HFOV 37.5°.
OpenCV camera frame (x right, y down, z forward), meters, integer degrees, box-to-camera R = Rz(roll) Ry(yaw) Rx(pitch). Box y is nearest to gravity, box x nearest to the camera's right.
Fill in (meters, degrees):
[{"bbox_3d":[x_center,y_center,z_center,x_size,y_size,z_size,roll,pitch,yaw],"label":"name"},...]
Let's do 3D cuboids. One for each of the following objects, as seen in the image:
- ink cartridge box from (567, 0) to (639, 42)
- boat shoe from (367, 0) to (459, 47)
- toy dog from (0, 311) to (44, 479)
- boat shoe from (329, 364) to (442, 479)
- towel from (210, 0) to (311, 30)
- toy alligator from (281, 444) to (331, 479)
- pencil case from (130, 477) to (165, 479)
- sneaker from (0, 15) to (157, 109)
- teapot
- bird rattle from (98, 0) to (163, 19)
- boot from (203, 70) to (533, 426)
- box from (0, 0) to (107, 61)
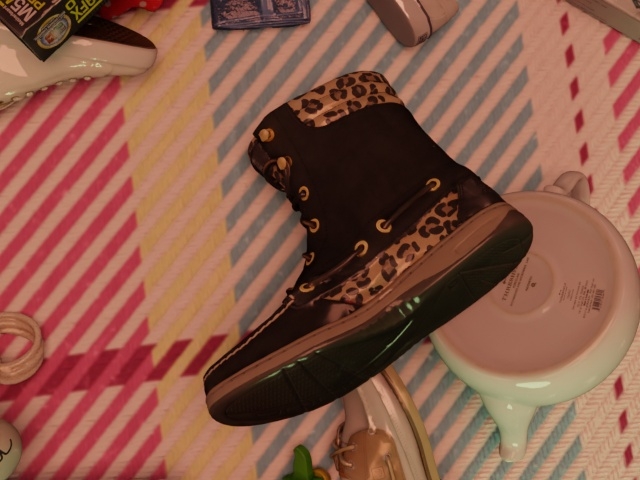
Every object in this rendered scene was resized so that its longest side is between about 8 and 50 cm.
[{"bbox_3d":[0.427,-0.373,1.179,0.275,0.060,0.239,29,84,-3],"label":"ink cartridge box"},{"bbox_3d":[0.069,-0.363,1.121,0.088,0.096,0.268,-36,91,-12],"label":"boat shoe"},{"bbox_3d":[-0.457,0.117,0.956,0.333,0.161,0.220,12,57,-5],"label":"toy dog"},{"bbox_3d":[0.066,0.240,1.064,0.103,0.113,0.302,-26,89,-12],"label":"boat shoe"},{"bbox_3d":[-0.073,-0.288,1.131,0.119,0.029,0.067,-6,86,-7],"label":"towel"},{"bbox_3d":[-0.004,0.328,1.083,0.051,0.056,0.190,-23,90,34],"label":"toy alligator"},{"bbox_3d":[-0.284,0.315,1.015,0.306,0.119,0.133,3,98,-6],"label":"pencil case"},{"bbox_3d":[-0.336,-0.200,1.077,0.290,0.106,0.123,5,116,-12],"label":"sneaker"},{"bbox_3d":[0.246,0.073,1.068,0.256,0.187,0.253,-33,59,10],"label":"teapot"},{"bbox_3d":[-0.185,-0.382,1.100,0.253,0.143,0.207,-29,72,0],"label":"bird rattle"},{"bbox_3d":[0.000,0.000,1.019,0.377,0.138,0.284,-35,60,3],"label":"boot"},{"bbox_3d":[-0.312,-0.355,1.006,0.270,0.060,0.216,42,85,17],"label":"box"}]
